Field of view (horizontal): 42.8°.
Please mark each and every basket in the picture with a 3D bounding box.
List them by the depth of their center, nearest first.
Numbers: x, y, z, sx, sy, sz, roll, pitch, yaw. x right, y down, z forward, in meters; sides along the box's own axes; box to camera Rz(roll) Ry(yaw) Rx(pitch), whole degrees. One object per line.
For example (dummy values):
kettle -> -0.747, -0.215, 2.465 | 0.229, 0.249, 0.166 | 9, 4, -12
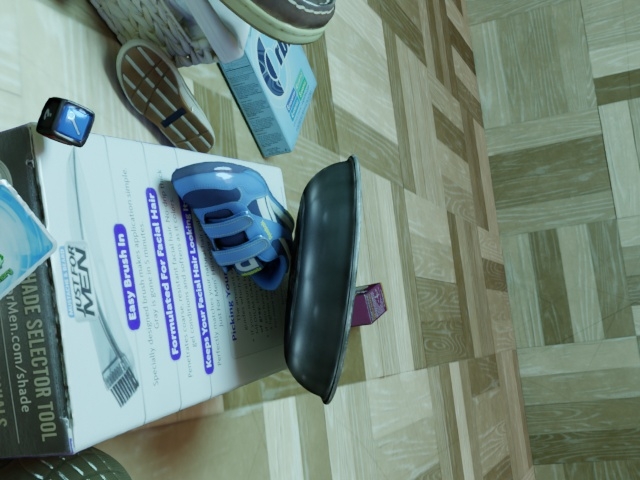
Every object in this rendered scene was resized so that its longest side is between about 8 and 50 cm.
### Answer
basket -> -0.126, -0.246, 0.739 | 0.113, 0.103, 0.167 | 56, 33, -47

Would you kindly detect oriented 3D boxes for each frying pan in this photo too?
frying pan -> 0.004, -0.018, 0.690 | 0.197, 0.053, 0.326 | 102, -8, -47

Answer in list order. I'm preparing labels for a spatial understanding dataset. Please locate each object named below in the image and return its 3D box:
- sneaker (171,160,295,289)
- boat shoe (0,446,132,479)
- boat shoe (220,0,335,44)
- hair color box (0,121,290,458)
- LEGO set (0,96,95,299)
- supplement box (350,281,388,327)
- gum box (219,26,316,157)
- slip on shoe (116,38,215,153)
sneaker -> -0.058, -0.010, 0.593 | 0.144, 0.053, 0.059 | 43, 44, -55
boat shoe -> -0.182, 0.167, 0.488 | 0.064, 0.060, 0.178 | 54, 18, 18
boat shoe -> -0.071, -0.321, 0.637 | 0.123, 0.123, 0.342 | -20, 82, -49
hair color box -> -0.129, 0.031, 0.611 | 0.339, 0.110, 0.185 | 0, 81, -70
LEGO set -> -0.228, -0.024, 0.377 | 0.244, 0.060, 0.182 | -47, 126, -24
supplement box -> 0.052, 0.089, 1.110 | 0.083, 0.055, 0.043 | -26, 104, -68
gum box -> -0.068, -0.218, 0.959 | 0.157, 0.041, 0.184 | -75, 148, -47
slip on shoe -> -0.140, -0.132, 0.737 | 0.135, 0.051, 0.041 | 51, 10, -47
